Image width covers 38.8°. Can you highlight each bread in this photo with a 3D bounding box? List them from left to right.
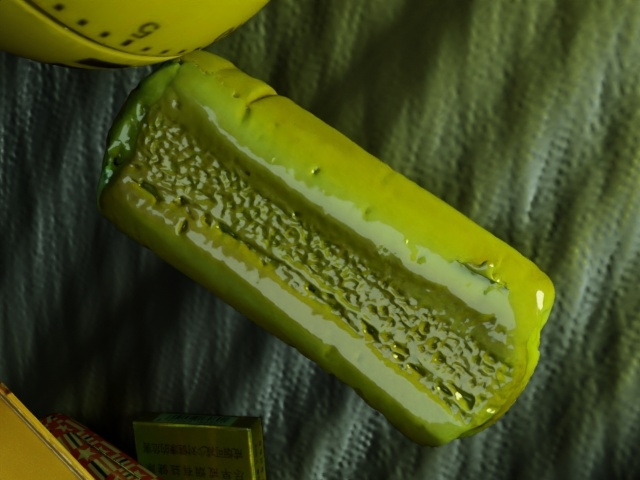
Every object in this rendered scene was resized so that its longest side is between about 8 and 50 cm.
[{"bbox_3d":[0.000,0.000,0.716,0.384,0.112,0.166,34,105,11],"label":"bread"}]

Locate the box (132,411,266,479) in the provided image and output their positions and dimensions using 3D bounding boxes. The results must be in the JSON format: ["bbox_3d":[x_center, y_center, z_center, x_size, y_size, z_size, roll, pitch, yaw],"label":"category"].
[{"bbox_3d":[-0.107,0.259,0.848,0.122,0.030,0.193,-1,100,20],"label":"box"}]

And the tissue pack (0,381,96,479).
[{"bbox_3d":[-0.264,0.276,0.779,0.194,0.145,0.274,41,148,7],"label":"tissue pack"}]

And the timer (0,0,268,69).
[{"bbox_3d":[-0.185,-0.274,0.625,0.387,0.376,0.376,-15,95,33],"label":"timer"}]

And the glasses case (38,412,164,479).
[{"bbox_3d":[-0.204,0.231,0.844,0.195,0.049,0.073,23,113,31],"label":"glasses case"}]
